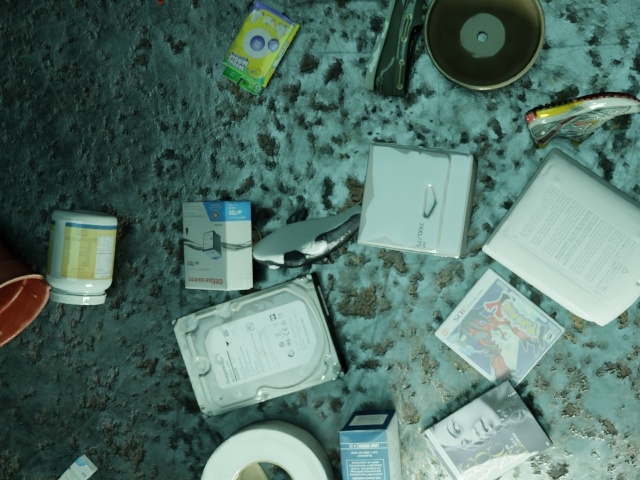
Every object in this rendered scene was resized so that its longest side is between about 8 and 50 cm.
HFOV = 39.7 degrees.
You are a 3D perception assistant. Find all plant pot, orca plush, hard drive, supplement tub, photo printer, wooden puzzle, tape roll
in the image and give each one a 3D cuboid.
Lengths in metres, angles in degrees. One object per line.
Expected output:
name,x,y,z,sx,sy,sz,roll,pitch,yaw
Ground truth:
plant pot,-0.798,0.082,1.985,0.265,0.272,0.272,46,100,14
orca plush,0.000,0.000,1.910,0.287,0.102,0.151,-32,41,3
plant pot,0.327,-0.419,1.790,0.237,0.110,0.238,1,95,8
hard drive,-0.135,0.231,1.942,0.338,0.064,0.237,-18,88,13
supplement tub,-0.532,0.035,1.973,0.144,0.144,0.200,7,94,11
photo printer,0.520,0.001,1.773,0.307,0.107,0.256,35,99,8
wooden puzzle,-0.158,0.534,1.985,0.078,0.014,0.116,-28,87,7
tape roll,-0.112,0.539,1.921,0.286,0.100,0.286,0,90,7

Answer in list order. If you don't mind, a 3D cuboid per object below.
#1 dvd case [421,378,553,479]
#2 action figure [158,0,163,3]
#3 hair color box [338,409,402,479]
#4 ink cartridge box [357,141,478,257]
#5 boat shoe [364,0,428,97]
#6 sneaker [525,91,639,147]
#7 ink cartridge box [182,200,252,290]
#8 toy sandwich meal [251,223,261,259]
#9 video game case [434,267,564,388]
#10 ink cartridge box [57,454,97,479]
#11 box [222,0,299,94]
dvd case,0.347,0.415,1.859,0.221,0.018,0.165,-35,88,16
action figure,-0.395,-0.574,1.980,0.115,0.030,0.038,36,104,10
hair color box,0.113,0.545,1.846,0.105,0.174,0.347,-5,91,12
ink cartridge box,0.199,-0.082,1.753,0.197,0.270,0.198,8,94,11
boat shoe,0.178,-0.448,1.828,0.091,0.109,0.305,20,102,10
sneaker,0.531,-0.244,1.781,0.225,0.088,0.093,-12,102,17
ink cartridge box,-0.222,0.010,1.917,0.139,0.082,0.191,0,91,39
toy sandwich meal,-0.169,0.002,1.955,0.085,0.029,0.086,1,93,12
video game case,0.372,0.190,1.854,0.201,0.023,0.183,39,99,7
ink cartridge box,-0.565,0.545,2.061,0.048,0.028,0.083,45,100,7
box,-0.136,-0.416,1.925,0.105,0.043,0.179,31,100,9
